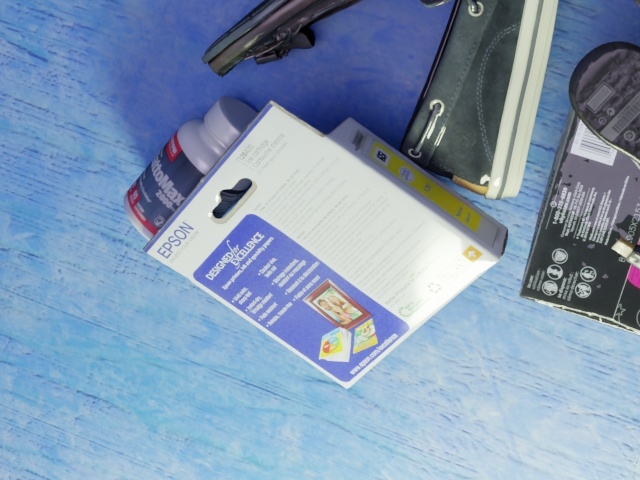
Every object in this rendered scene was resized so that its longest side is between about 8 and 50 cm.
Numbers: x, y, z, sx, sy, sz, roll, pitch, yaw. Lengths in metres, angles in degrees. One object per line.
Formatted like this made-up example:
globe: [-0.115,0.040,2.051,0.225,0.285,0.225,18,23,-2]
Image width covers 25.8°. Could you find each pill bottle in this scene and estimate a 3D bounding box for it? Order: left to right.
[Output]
pill bottle: [-0.142,-0.081,1.660,0.108,0.108,0.180,43,114,0]

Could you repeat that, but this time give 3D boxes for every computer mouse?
computer mouse: [0.335,-0.071,1.391,0.262,0.060,0.184,34,112,-5]

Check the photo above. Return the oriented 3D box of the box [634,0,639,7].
box: [0.438,-0.322,1.201,0.395,0.097,0.318,-40,110,22]

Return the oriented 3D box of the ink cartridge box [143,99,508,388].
ink cartridge box: [0.000,0.000,1.594,0.307,0.072,0.303,37,132,-10]

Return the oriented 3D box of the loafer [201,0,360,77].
loafer: [-0.015,-0.254,1.573,0.267,0.096,0.084,-35,101,22]

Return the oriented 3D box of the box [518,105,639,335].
box: [0.328,-0.047,1.507,0.163,0.142,0.247,18,110,12]

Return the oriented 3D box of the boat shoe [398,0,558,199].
boat shoe: [0.175,-0.282,1.455,0.155,0.187,0.500,11,116,7]
